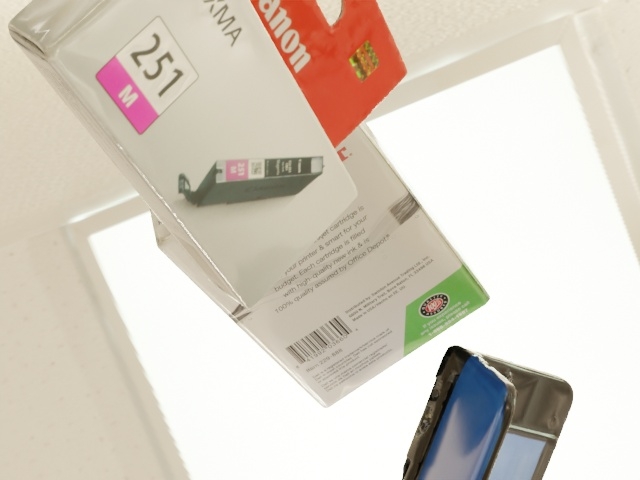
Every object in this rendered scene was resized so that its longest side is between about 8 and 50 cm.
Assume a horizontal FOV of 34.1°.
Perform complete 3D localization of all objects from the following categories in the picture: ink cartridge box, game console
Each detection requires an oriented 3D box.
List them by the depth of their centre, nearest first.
[{"bbox_3d":[-0.040,-0.119,0.717,0.239,0.275,0.060,-46,-132,-12],"label":"ink cartridge box"},{"bbox_3d":[0.144,0.259,0.919,0.173,0.250,0.293,25,-85,54],"label":"game console"},{"bbox_3d":[0.000,0.000,1.017,0.211,0.121,0.289,-34,-52,8],"label":"ink cartridge box"}]
